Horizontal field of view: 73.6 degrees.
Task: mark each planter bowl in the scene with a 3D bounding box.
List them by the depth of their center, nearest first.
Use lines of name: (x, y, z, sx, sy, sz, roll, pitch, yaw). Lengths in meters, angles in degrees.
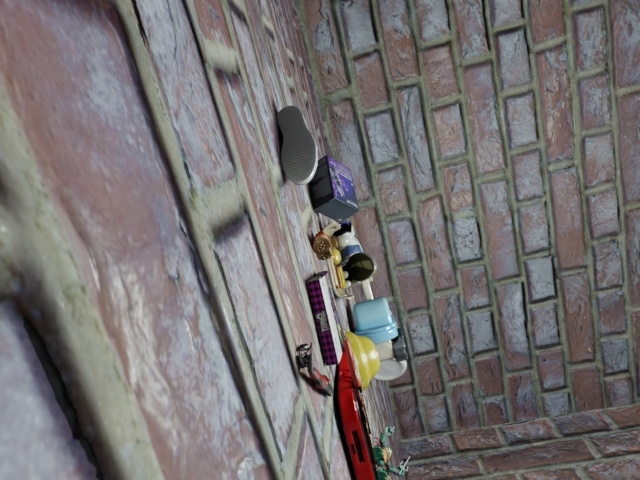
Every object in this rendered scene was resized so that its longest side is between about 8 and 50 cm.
planter bowl: (0.146, 0.399, 1.457, 0.217, 0.090, 0.217, 165, -90, -84)

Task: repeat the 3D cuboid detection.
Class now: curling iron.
curling iron: (0.000, 0.302, 0.955, 0.274, 0.035, 0.068, 67, 13, -51)

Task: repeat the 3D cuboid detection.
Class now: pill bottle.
pill bottle: (0.325, 0.537, 2.275, 0.363, 0.210, 0.210, -93, 168, -55)

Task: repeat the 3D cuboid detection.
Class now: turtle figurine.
turtle figurine: (0.251, 0.822, 1.634, 0.234, 0.118, 0.175, 20, 41, -63)

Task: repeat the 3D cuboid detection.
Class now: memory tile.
memory tile: (0.143, 0.544, 1.340, 0.148, 0.012, 0.113, 72, 5, -72)

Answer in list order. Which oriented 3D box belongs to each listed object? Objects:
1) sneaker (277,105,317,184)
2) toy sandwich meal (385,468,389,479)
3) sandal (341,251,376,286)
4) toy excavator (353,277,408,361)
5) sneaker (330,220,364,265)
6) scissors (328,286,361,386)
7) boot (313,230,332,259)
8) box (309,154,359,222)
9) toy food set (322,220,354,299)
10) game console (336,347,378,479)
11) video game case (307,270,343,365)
sneaker: (-0.052, -0.243, 1.242, 0.161, 0.102, 0.282, 71, 9, -56)
toy sandwich meal: (0.248, 0.920, 1.640, 0.085, 0.029, 0.085, -61, -170, 19)
sandal: (0.166, 0.125, 1.826, 0.303, 0.086, 0.120, 137, -57, -65)
toy excavator: (0.238, 0.310, 1.969, 0.433, 0.223, 0.444, -11, 88, -83)
sneaker: (0.127, 0.009, 1.980, 0.315, 0.128, 0.182, 69, 2, -80)
scissors: (0.068, 0.278, 1.226, 0.109, 0.021, 0.297, 40, 33, -80)
boot: (0.000, 0.000, 1.392, 0.158, 0.059, 0.084, 81, -3, -68)
box: (0.048, -0.196, 1.639, 0.153, 0.108, 0.207, 21, 50, -45)
toy food set: (0.085, 0.084, 1.714, 0.220, 0.093, 0.306, 26, 51, -81)
game console: (0.109, 0.564, 1.296, 0.342, 0.060, 0.386, -95, 171, -78)
video game case: (0.019, 0.210, 1.217, 0.210, 0.042, 0.232, -22, 99, -82)
